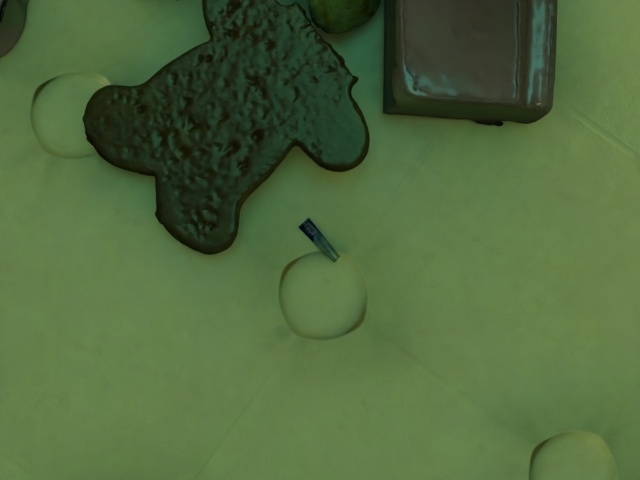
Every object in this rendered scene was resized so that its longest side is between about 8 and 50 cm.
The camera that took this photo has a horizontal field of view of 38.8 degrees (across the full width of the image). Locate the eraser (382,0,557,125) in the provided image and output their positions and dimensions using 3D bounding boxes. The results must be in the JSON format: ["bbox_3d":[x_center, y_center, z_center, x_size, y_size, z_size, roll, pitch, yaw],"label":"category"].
[{"bbox_3d":[0.242,-0.381,1.475,0.272,0.122,0.359,5,82,-10],"label":"eraser"}]

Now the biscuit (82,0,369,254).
[{"bbox_3d":[-0.135,-0.188,1.446,0.394,0.076,0.368,-42,88,4],"label":"biscuit"}]

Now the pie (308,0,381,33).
[{"bbox_3d":[0.045,-0.460,1.439,0.090,0.248,0.201,12,39,30],"label":"pie"}]

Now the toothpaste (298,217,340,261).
[{"bbox_3d":[0.000,0.000,1.481,0.024,0.015,0.083,-43,82,-5],"label":"toothpaste"}]

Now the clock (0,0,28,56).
[{"bbox_3d":[-0.627,-0.435,1.445,0.338,0.102,0.339,0,84,-3],"label":"clock"}]
